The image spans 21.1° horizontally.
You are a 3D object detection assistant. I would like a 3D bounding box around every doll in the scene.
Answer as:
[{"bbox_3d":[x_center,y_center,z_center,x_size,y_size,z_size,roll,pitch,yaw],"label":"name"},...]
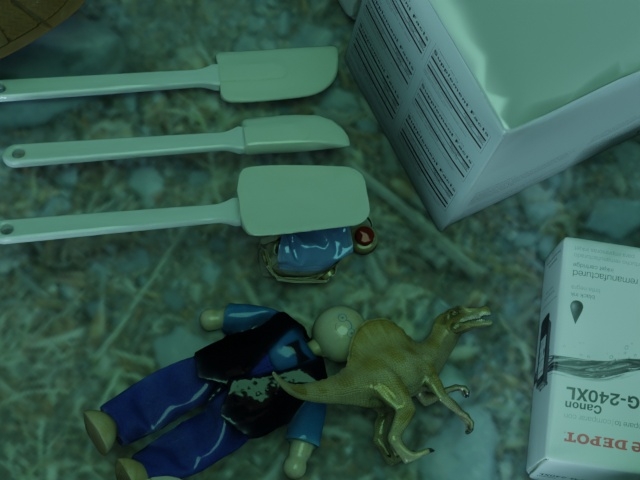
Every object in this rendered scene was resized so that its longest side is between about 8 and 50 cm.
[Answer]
[{"bbox_3d":[-0.049,0.099,1.093,0.189,0.046,0.129,-29,69,-20],"label":"doll"}]

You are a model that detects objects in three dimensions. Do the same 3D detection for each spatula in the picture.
[{"bbox_3d":[-0.097,-0.062,1.122,0.242,0.019,0.168,-4,55,-6],"label":"spatula"}]

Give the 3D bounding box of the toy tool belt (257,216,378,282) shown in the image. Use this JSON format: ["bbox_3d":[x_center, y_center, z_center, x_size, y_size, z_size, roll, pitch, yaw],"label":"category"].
[{"bbox_3d":[0.000,0.000,1.124,0.083,0.051,0.052,-9,75,-9],"label":"toy tool belt"}]

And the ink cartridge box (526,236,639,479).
[{"bbox_3d":[0.198,0.084,1.115,0.109,0.063,0.150,8,73,-4],"label":"ink cartridge box"}]

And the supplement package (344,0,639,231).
[{"bbox_3d":[0.141,-0.135,1.100,0.194,0.203,0.149,-26,78,-13],"label":"supplement package"}]

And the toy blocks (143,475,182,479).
[{"bbox_3d":[-0.080,0.336,0.904,0.289,0.309,0.260,-29,119,-29],"label":"toy blocks"}]

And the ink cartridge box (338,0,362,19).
[{"bbox_3d":[0.108,-0.265,1.150,0.237,0.172,0.100,-27,78,-13],"label":"ink cartridge box"}]

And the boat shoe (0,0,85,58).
[{"bbox_3d":[-0.316,-0.146,1.114,0.342,0.123,0.123,-29,48,-3],"label":"boat shoe"}]

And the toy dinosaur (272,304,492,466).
[{"bbox_3d":[0.040,0.096,1.090,0.183,0.053,0.092,-19,84,-38],"label":"toy dinosaur"}]
